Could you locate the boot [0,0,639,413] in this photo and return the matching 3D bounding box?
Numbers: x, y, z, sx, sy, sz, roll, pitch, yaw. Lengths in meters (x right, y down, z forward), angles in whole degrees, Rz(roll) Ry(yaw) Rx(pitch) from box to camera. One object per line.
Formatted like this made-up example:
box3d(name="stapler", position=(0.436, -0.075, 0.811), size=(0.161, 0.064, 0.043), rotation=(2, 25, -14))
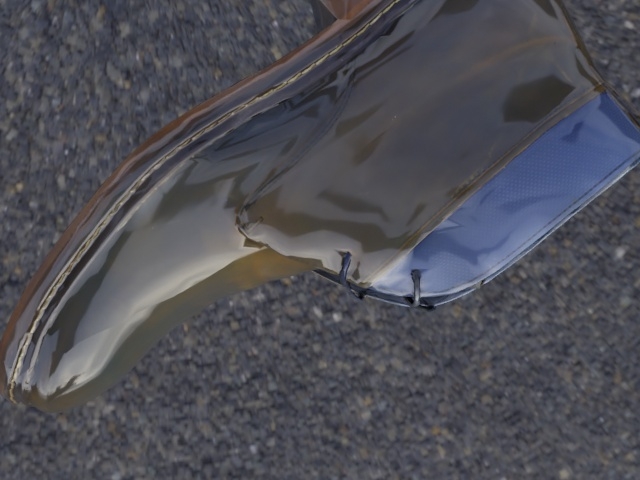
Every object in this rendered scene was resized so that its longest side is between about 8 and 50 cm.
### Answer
box3d(name="boot", position=(0.000, 0.000, 0.356), size=(0.219, 0.082, 0.106), rotation=(-45, 80, 5))
